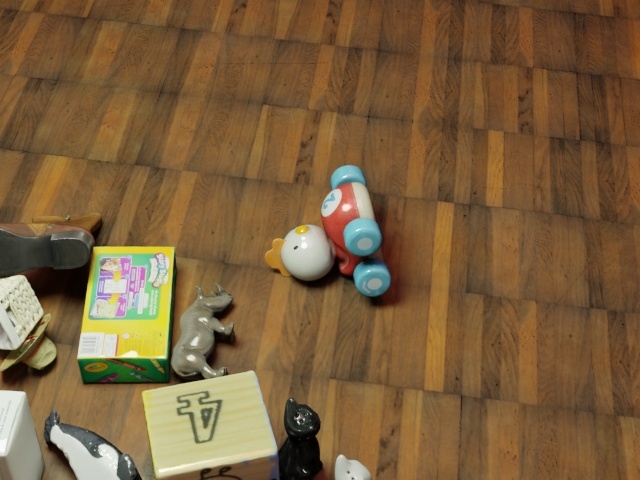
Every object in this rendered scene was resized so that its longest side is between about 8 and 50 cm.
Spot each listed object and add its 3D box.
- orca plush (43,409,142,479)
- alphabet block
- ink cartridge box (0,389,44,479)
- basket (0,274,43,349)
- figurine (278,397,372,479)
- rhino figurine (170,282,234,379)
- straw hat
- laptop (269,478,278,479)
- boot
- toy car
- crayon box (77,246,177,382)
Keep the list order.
[{"bbox_3d":[-0.366,0.410,1.810,0.287,0.102,0.151,26,96,31],"label":"orca plush"},{"bbox_3d":[-0.182,0.359,1.757,0.197,0.192,0.193,-10,38,-11],"label":"alphabet block"},{"bbox_3d":[-0.631,0.351,1.732,0.306,0.226,0.131,2,47,0],"label":"ink cartridge box"},{"bbox_3d":[-0.623,0.126,1.979,0.167,0.113,0.103,4,40,28],"label":"basket"},{"bbox_3d":[0.008,0.383,1.746,0.092,0.209,0.215,-31,57,-27],"label":"figurine"},{"bbox_3d":[-0.219,0.171,2.014,0.106,0.073,0.243,8,47,0],"label":"rhino figurine"},{"bbox_3d":[-0.528,0.207,1.966,0.061,0.144,0.144,45,50,-17],"label":"straw hat"},{"bbox_3d":[-0.110,0.546,1.616,0.234,0.137,0.264,-18,57,-27],"label":"laptop"},{"bbox_3d":[-0.570,-0.020,2.067,0.264,0.096,0.280,-5,16,-8],"label":"boot"},{"bbox_3d":[0.000,0.000,2.105,0.237,0.210,0.219,-14,39,1],"label":"toy car"},{"bbox_3d":[-0.367,0.138,2.028,0.165,0.081,0.279,0,48,-3],"label":"crayon box"}]
